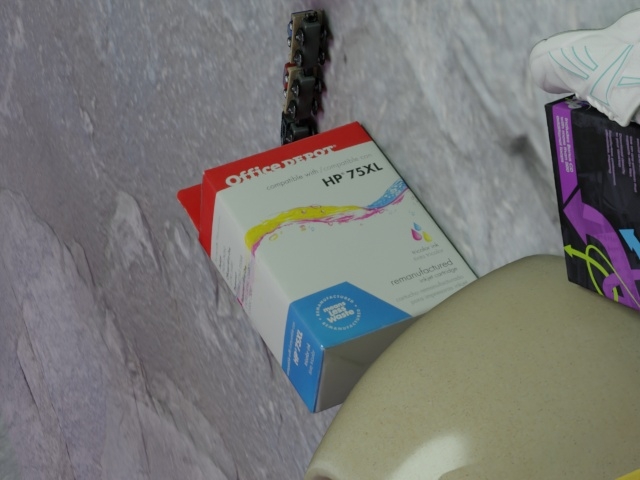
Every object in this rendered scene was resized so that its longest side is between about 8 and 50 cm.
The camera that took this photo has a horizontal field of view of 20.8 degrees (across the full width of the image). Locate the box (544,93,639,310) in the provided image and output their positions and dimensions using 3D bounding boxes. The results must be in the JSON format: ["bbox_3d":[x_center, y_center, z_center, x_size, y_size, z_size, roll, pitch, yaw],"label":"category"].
[{"bbox_3d":[0.187,-0.013,0.974,0.162,0.029,0.116,24,128,59],"label":"box"}]

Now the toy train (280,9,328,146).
[{"bbox_3d":[-0.015,-0.121,1.356,0.158,0.027,0.036,98,157,-48],"label":"toy train"}]

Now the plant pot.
[{"bbox_3d":[0.100,0.172,1.105,0.284,0.191,0.284,49,149,43],"label":"plant pot"}]

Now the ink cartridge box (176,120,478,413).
[{"bbox_3d":[0.000,0.000,1.271,0.231,0.134,0.078,54,153,34],"label":"ink cartridge box"}]

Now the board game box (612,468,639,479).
[{"bbox_3d":[0.240,0.156,0.613,0.242,0.317,0.064,53,151,36],"label":"board game box"}]

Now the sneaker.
[{"bbox_3d":[0.160,-0.088,0.937,0.152,0.054,0.061,173,89,-67],"label":"sneaker"}]
